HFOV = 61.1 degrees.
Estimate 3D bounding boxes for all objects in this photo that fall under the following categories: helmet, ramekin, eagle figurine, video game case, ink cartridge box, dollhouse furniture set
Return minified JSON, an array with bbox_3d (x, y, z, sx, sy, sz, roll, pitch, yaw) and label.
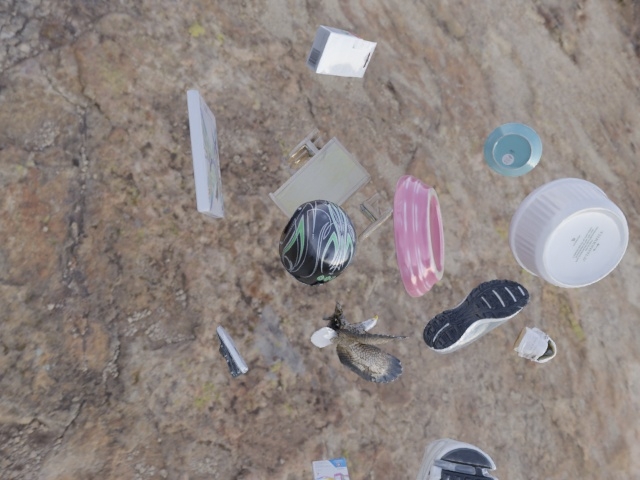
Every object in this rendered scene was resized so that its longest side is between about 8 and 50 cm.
[{"bbox_3d":[0.000,0.000,1.174,0.169,0.161,0.169,22,36,-17],"label":"helmet"},{"bbox_3d":[0.613,-0.008,1.326,0.273,0.273,0.127,38,14,-20],"label":"ramekin"},{"bbox_3d":[0.142,0.343,1.875,0.298,0.225,0.226,38,5,35],"label":"eagle figurine"},{"bbox_3d":[-0.331,-0.237,1.589,0.036,0.300,0.329,-5,89,-2],"label":"video game case"},{"bbox_3d":[0.033,-0.288,0.835,0.029,0.063,0.115,41,33,28],"label":"ink cartridge box"},{"bbox_3d":[0.030,0.619,1.366,0.088,0.052,0.122,-4,29,-7],"label":"ink cartridge box"},{"bbox_3d":[0.014,-0.140,1.711,0.362,0.256,0.394,48,2,5],"label":"dollhouse furniture set"}]

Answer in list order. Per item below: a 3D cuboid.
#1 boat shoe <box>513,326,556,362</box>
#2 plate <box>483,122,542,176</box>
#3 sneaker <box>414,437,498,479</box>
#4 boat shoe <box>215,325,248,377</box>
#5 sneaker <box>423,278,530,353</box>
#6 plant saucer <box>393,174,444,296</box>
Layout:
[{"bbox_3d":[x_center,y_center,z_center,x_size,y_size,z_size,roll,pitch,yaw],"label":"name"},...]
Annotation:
[{"bbox_3d":[0.636,0.315,1.584,0.096,0.098,0.277,28,5,30],"label":"boat shoe"},{"bbox_3d":[0.647,-0.302,1.832,0.188,0.188,0.024,50,32,-7],"label":"plate"},{"bbox_3d":[0.150,0.407,0.715,0.110,0.118,0.292,19,81,-7],"label":"sneaker"},{"bbox_3d":[-0.227,0.271,1.329,0.142,0.040,0.049,52,-3,31],"label":"boat shoe"},{"bbox_3d":[0.371,0.183,1.299,0.100,0.271,0.108,62,3,32],"label":"sneaker"},{"bbox_3d":[0.275,-0.015,1.466,0.332,0.084,0.332,-5,90,-68],"label":"plant saucer"}]
